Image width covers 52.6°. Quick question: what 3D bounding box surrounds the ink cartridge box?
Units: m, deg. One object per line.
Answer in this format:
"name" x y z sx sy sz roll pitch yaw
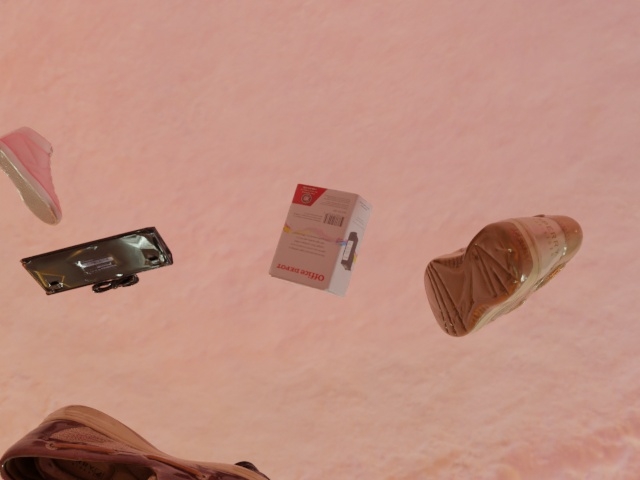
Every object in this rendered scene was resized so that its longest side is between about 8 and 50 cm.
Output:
"ink cartridge box" 0.000 0.000 1.137 0.128 0.072 0.175 13 81 30

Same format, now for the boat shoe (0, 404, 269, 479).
"boat shoe" -0.161 0.278 0.654 0.342 0.123 0.123 26 93 6

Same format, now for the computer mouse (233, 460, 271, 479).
"computer mouse" -0.132 0.442 0.898 0.060 0.262 0.184 18 151 50

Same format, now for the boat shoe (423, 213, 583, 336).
"boat shoe" 0.241 0.054 0.902 0.110 0.341 0.121 -16 78 -15

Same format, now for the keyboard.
"keyboard" -0.292 0.032 0.868 0.180 0.023 0.108 -13 140 2

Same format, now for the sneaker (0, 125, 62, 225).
"sneaker" -0.370 -0.089 0.857 0.051 0.070 0.134 -5 125 35
